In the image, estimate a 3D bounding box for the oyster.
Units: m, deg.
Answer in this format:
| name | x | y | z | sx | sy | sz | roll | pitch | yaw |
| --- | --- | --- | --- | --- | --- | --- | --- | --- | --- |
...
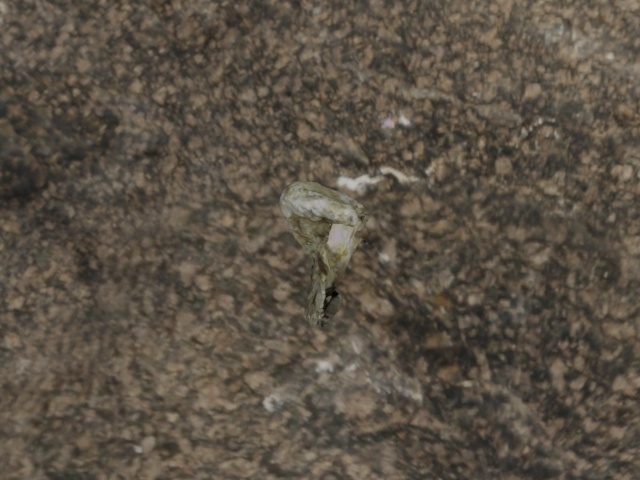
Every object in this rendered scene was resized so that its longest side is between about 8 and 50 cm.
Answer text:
| name | x | y | z | sx | sy | sz | roll | pitch | yaw |
| --- | --- | --- | --- | --- | --- | --- | --- | --- | --- |
| oyster | 0.003 | 0.002 | 0.626 | 0.061 | 0.200 | 0.106 | 21 | 51 | 7 |
